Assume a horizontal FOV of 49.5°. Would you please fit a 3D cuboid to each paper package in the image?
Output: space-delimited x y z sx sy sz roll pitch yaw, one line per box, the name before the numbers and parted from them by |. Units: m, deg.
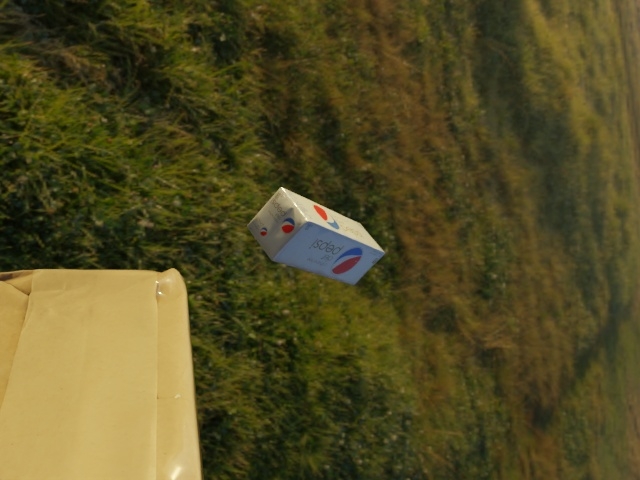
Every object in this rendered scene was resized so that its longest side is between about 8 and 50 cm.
paper package | -0.159 0.232 0.478 0.309 0.168 0.324 -113 -159 -58

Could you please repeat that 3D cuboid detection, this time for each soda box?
soda box | 0.000 0.000 0.955 0.069 0.074 0.216 51 16 31
